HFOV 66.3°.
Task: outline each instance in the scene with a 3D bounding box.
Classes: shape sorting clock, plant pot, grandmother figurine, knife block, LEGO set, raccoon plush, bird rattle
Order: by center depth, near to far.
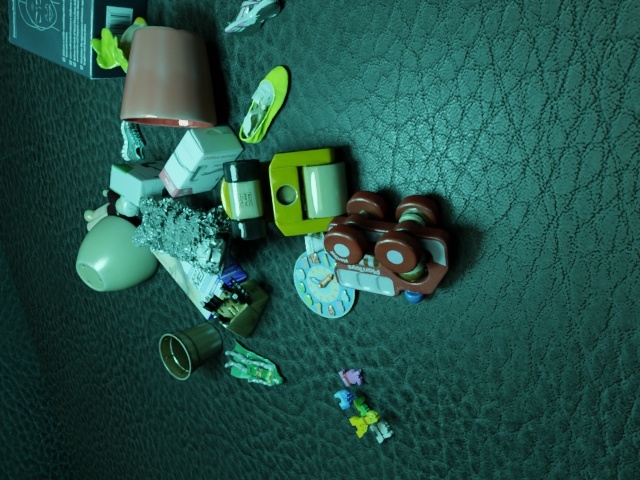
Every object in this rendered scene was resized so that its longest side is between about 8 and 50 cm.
[{"bbox_3d":[0.125,0.464,1.356,0.093,0.087,0.227,-36,83,40],"label":"LEGO set"},{"bbox_3d":[-0.395,-0.039,1.357,0.299,0.446,0.216,15,81,-8],"label":"raccoon plush"},{"bbox_3d":[0.007,0.122,1.365,0.206,0.040,0.206,13,112,35],"label":"shape sorting clock"},{"bbox_3d":[-0.428,-0.454,1.388,0.275,0.275,0.243,8,100,36],"label":"plant pot"},{"bbox_3d":[-0.541,-0.545,1.483,0.143,0.253,0.207,25,80,29],"label":"bird rattle"},{"bbox_3d":[-0.282,0.224,1.491,0.088,0.242,0.275,42,126,21],"label":"knife block"},{"bbox_3d":[-0.445,0.375,1.716,0.167,0.165,0.167,12,111,35],"label":"plant pot"},{"bbox_3d":[-0.776,0.077,1.805,0.284,0.191,0.284,16,130,20],"label":"plant pot"},{"bbox_3d":[-0.788,-0.098,1.875,0.342,0.104,0.208,-20,100,43],"label":"grandmother figurine"}]

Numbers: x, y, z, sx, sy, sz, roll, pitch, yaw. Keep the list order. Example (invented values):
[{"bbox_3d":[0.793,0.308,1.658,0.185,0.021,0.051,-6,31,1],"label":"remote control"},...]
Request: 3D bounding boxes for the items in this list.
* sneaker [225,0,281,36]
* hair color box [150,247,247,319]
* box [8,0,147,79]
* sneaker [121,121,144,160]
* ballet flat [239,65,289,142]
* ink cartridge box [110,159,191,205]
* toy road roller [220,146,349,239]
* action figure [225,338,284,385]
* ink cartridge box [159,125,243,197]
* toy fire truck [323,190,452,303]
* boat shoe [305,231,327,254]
[{"bbox_3d":[-0.177,-0.596,1.268,0.178,0.072,0.077,-16,83,32],"label":"sneaker"},{"bbox_3d":[-0.413,0.073,1.633,0.339,0.110,0.185,46,128,19],"label":"hair color box"},{"bbox_3d":[-0.770,-0.718,1.552,0.395,0.212,0.293,27,120,18],"label":"box"},{"bbox_3d":[-0.649,-0.356,1.716,0.076,0.065,0.166,16,118,15],"label":"sneaker"},{"bbox_3d":[-0.157,-0.357,1.312,0.077,0.077,0.231,45,126,18],"label":"ballet flat"},{"bbox_3d":[-0.539,-0.190,1.579,0.153,0.208,0.087,28,117,27],"label":"ink cartridge box"},{"bbox_3d":[-0.097,-0.133,1.295,0.329,0.240,0.202,-6,103,1],"label":"toy road roller"},{"bbox_3d":[-0.217,0.427,1.628,0.232,0.063,0.137,13,109,31],"label":"action figure"},{"bbox_3d":[-0.354,-0.233,1.452,0.218,0.158,0.092,-43,76,38],"label":"ink cartridge box"},{"bbox_3d":[0.159,0.036,1.154,0.302,0.169,0.254,9,135,28],"label":"toy fire truck"},{"bbox_3d":[0.000,0.000,1.264,0.063,0.184,0.066,-7,89,5],"label":"boat shoe"}]
